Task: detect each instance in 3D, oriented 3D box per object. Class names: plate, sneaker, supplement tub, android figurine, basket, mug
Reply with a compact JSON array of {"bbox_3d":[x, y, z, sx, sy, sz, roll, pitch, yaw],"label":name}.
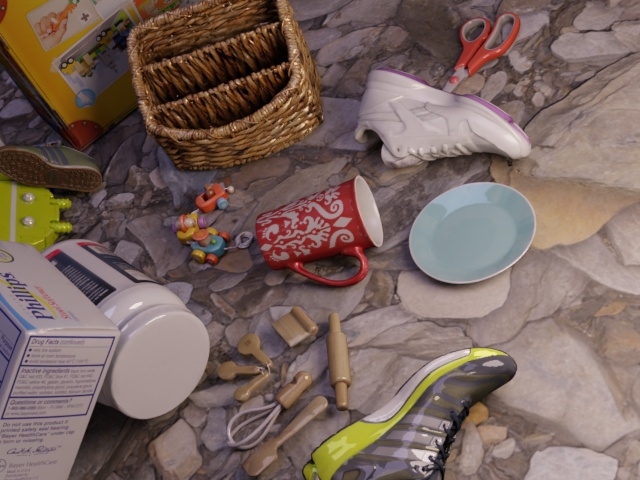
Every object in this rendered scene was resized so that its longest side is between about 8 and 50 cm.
[{"bbox_3d":[0.221,-0.008,1.511,0.188,0.024,0.188,-13,47,14],"label":"plate"},{"bbox_3d":[0.130,0.249,1.291,0.300,0.111,0.121,-38,56,-1],"label":"sneaker"},{"bbox_3d":[-0.494,-0.140,1.889,0.192,0.064,0.086,12,25,-19],"label":"sneaker"},{"bbox_3d":[-0.311,0.127,1.530,0.272,0.191,0.191,28,67,40],"label":"supplement tub"},{"bbox_3d":[0.186,-0.163,1.628,0.305,0.114,0.152,24,91,34],"label":"sneaker"},{"bbox_3d":[-0.575,-0.038,1.824,0.273,0.056,0.248,0,44,-12],"label":"android figurine"},{"bbox_3d":[-0.167,-0.270,1.786,0.299,0.223,0.213,-15,47,12],"label":"basket"},{"bbox_3d":[-0.004,-0.008,1.560,0.169,0.113,0.150,-16,45,17],"label":"mug"}]

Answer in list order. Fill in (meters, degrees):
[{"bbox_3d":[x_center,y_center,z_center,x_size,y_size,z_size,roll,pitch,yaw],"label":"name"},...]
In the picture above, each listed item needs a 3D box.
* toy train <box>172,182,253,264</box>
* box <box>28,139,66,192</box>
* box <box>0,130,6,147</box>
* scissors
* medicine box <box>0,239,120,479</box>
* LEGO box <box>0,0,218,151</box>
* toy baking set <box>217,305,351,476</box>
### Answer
[{"bbox_3d":[-0.183,-0.035,1.711,0.125,0.046,0.166,-33,45,-3],"label":"toy train"},{"bbox_3d":[-0.544,-0.128,1.977,0.094,0.027,0.137,-8,49,17],"label":"box"},{"bbox_3d":[-0.726,-0.206,2.125,0.145,0.038,0.186,-32,46,-2],"label":"box"},{"bbox_3d":[0.242,-0.278,1.736,0.109,0.021,0.297,10,56,33],"label":"scissors"},{"bbox_3d":[-0.436,0.181,1.405,0.263,0.149,0.289,35,108,39],"label":"medicine box"},{"bbox_3d":[-0.390,-0.478,1.967,0.500,0.372,0.193,-40,46,-12],"label":"LEGO box"},{"bbox_3d":[-0.047,0.206,1.453,0.197,0.030,0.256,-22,45,11],"label":"toy baking set"}]
